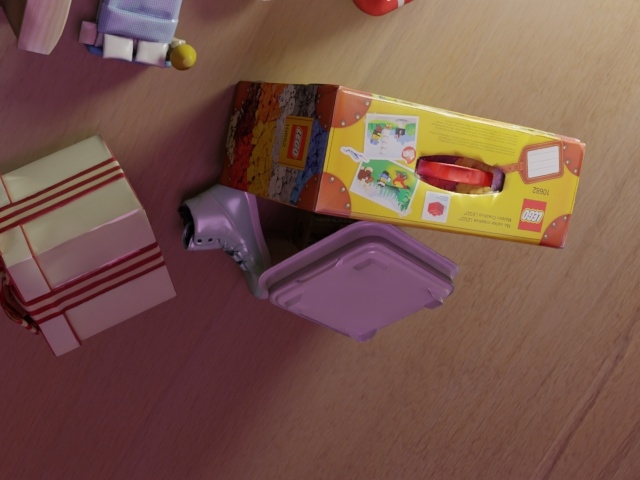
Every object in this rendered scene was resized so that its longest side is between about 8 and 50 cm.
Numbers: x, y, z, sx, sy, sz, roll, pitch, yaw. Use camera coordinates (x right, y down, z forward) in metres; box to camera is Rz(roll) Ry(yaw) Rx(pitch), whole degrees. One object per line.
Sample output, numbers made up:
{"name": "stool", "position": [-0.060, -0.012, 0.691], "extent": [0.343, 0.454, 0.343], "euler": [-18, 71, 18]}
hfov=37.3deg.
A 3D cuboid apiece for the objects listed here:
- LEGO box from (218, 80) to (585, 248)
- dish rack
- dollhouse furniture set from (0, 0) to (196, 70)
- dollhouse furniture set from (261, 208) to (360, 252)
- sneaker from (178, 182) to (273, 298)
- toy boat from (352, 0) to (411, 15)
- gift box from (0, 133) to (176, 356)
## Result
{"name": "LEGO box", "position": [0.133, -0.133, 1.639], "extent": [0.500, 0.372, 0.193], "euler": [7, 96, -30]}
{"name": "dish rack", "position": [0.080, 0.092, 1.754], "extent": [0.285, 0.072, 0.333], "euler": [-28, 145, 27]}
{"name": "dollhouse furniture set", "position": [-0.286, -0.392, 1.401], "extent": [0.303, 0.198, 0.286], "euler": [7, 115, -31]}
{"name": "dollhouse furniture set", "position": [0.000, 0.000, 1.809], "extent": [0.182, 0.161, 0.101], "euler": [3, 117, -30]}
{"name": "sneaker", "position": [-0.181, 0.014, 1.766], "extent": [0.151, 0.094, 0.256], "euler": [-23, 117, -20]}
{"name": "toy boat", "position": [0.154, -0.468, 1.610], "extent": [0.231, 0.151, 0.151], "euler": [-28, 127, -10]}
{"name": "gift box", "position": [-0.419, -0.009, 1.538], "extent": [0.258, 0.255, 0.276], "euler": [-27, 133, -13]}
